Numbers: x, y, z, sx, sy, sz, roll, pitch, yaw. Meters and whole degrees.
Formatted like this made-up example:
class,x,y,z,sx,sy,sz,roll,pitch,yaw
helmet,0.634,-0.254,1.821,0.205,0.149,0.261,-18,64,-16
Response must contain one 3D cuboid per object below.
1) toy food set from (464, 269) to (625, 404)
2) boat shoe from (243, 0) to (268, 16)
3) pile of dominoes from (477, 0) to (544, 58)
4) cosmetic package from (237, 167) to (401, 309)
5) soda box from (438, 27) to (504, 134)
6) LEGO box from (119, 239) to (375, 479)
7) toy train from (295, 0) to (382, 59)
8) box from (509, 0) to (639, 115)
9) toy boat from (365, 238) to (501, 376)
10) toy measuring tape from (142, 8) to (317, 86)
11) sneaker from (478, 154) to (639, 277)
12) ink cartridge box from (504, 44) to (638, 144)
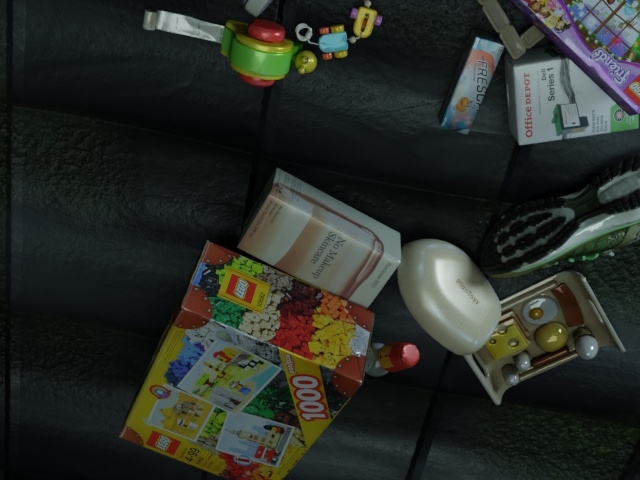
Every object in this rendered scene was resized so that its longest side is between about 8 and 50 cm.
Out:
class,x,y,z,sx,sy,sz,roll,pitch,yaw
toy food set,0.467,0.218,1.787,0.306,0.092,0.220,-28,113,17
boat shoe,-0.071,-0.559,1.394,0.158,0.127,0.340,34,108,-7
pile of dominoes,0.344,-0.475,1.443,0.196,0.040,0.251,-38,113,0
cosmetic package,0.000,0.000,1.678,0.296,0.129,0.153,26,117,-11
soda box,0.277,-0.293,1.536,0.058,0.063,0.183,16,118,-5
LEGO box,-0.165,0.285,1.740,0.372,0.193,0.500,23,133,-8
toy train,0.039,-0.410,1.502,0.125,0.046,0.166,40,111,-16
box,0.497,-0.383,1.401,0.293,0.057,0.201,43,96,-1
toy boat,0.208,0.150,1.680,0.267,0.318,0.148,51,149,-9
toy measuring tape,-0.168,-0.354,1.505,0.330,0.121,0.121,13,119,-3
sneaker,0.518,-0.001,1.648,0.410,0.158,0.182,-24,132,21
ink cartridge box,0.456,-0.273,1.518,0.219,0.092,0.160,-8,117,7
